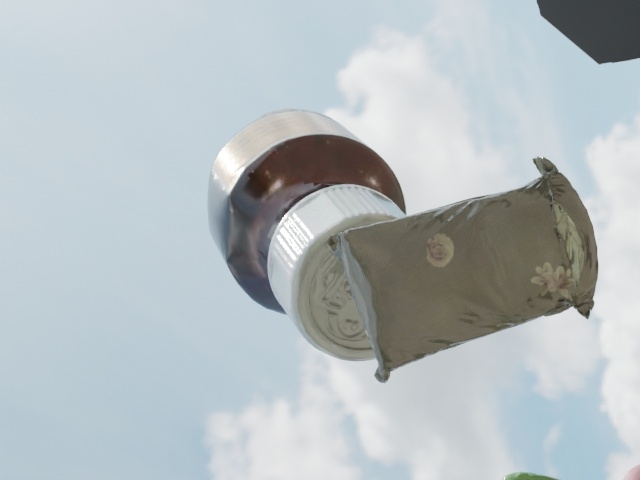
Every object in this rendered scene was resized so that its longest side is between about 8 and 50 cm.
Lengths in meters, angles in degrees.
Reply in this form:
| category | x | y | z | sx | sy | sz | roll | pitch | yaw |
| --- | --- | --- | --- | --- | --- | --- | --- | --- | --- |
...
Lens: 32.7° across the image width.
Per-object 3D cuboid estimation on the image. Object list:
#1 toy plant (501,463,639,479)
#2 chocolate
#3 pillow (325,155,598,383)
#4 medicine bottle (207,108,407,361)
| category | x | y | z | sx | sy | sz | roll | pitch | yaw |
| --- | --- | --- | --- | --- | --- | --- | --- | --- | --- |
| toy plant | 0.507 | 0.439 | 1.713 | 0.317 | 0.356 | 0.211 | 52 | -138 | -15 |
| chocolate | 0.362 | -0.304 | 1.110 | 0.177 | 0.224 | 0.206 | -21 | -124 | -35 |
| pillow | 0.147 | 0.031 | 1.030 | 0.255 | 0.059 | 0.169 | -18 | -79 | -10 |
| medicine bottle | 0.000 | 0.000 | 1.292 | 0.242 | 0.242 | 0.395 | 53 | -177 | -28 |
